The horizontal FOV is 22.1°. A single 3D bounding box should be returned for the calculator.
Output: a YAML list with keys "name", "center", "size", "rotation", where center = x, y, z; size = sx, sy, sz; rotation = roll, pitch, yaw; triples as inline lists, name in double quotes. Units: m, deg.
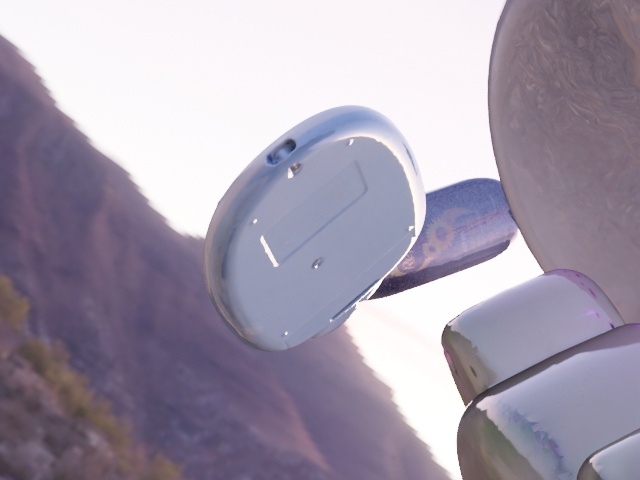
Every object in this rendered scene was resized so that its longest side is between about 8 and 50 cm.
- name: "calculator"
  center: [0.000, 0.000, 1.226]
  size: [0.042, 0.188, 0.303]
  rotation: [45, -8, 26]

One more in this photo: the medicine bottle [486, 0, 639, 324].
- name: "medicine bottle"
  center: [0.263, -0.084, 0.815]
  size: [0.245, 0.306, 0.245]
  rotation: [32, -47, 43]

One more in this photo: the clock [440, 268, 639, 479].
- name: "clock"
  center: [0.155, 0.173, 0.622]
  size: [0.284, 0.114, 0.309]
  rotation: [-126, -168, -73]

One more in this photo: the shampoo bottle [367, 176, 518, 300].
- name: "shampoo bottle"
  center: [0.086, 0.003, 1.601]
  size: [0.049, 0.233, 0.087]
  rotation: [0, -74, 61]
